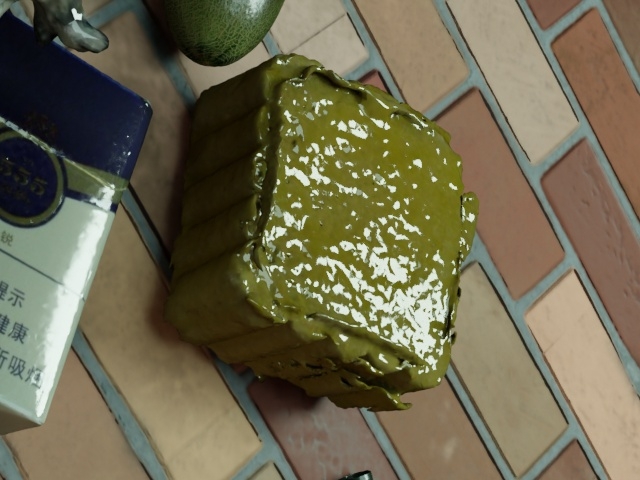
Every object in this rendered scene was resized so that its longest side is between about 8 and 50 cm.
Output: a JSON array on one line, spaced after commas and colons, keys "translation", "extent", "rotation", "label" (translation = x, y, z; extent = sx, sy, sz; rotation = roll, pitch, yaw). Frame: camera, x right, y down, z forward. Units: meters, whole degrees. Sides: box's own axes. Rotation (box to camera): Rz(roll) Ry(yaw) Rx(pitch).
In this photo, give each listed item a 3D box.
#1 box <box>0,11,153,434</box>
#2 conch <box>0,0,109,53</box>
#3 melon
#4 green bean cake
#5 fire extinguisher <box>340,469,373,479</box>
[{"translation": [-0.225, -0.019, 1.225], "extent": [0.168, 0.071, 0.259], "rotation": [32, 62, -30], "label": "box"}, {"translation": [-0.236, -0.260, 1.198], "extent": [0.240, 0.186, 0.313], "rotation": [-12, 77, -38], "label": "conch"}, {"translation": [-0.071, -0.208, 1.389], "extent": [0.099, 0.099, 0.162], "rotation": [28, 64, -33], "label": "melon"}, {"translation": [0.000, 0.000, 1.378], "extent": [0.224, 0.131, 0.230], "rotation": [27, 60, -36], "label": "green bean cake"}, {"translation": [0.041, 0.223, 1.428], "extent": [0.038, 0.025, 0.083], "rotation": [-17, 91, -65], "label": "fire extinguisher"}]
